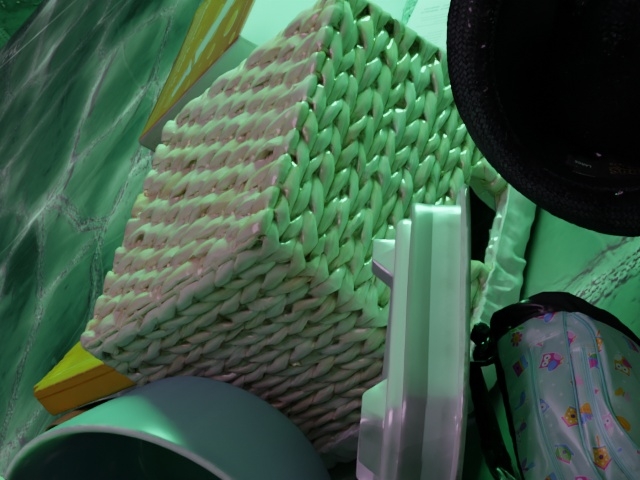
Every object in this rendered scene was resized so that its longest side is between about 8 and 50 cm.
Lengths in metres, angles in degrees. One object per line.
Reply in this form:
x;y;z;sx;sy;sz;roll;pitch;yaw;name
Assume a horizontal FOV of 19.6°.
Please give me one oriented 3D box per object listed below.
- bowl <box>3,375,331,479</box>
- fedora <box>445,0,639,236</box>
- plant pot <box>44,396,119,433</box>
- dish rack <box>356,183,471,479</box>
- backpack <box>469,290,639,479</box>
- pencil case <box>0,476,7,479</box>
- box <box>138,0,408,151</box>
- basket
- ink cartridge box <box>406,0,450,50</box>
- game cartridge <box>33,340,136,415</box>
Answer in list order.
-0.110;0.242;1.642;0.311;0.311;0.163;-39;10;41;bowl
0.265;-0.170;1.450;0.334;0.334;0.152;-53;-9;14;fedora
-0.236;0.234;2.129;0.095;0.134;0.134;-42;10;-33;plant pot
0.063;0.152;1.399;0.285;0.072;0.332;-85;-1;-48;dish rack
0.188;0.132;1.300;0.115;0.152;0.182;-40;33;29;backpack
-0.170;0.327;1.466;0.160;0.410;0.183;-31;-46;-45;pencil case
-0.055;-0.220;2.210;0.345;0.168;0.215;-35;30;59;box
0.000;0.000;1.719;0.331;0.266;0.328;-31;33;47;basket
0.125;-0.171;1.975;0.224;0.045;0.223;-63;21;-9;ink cartridge box
-0.171;0.068;2.139;0.324;0.052;0.285;-44;11;-33;game cartridge
